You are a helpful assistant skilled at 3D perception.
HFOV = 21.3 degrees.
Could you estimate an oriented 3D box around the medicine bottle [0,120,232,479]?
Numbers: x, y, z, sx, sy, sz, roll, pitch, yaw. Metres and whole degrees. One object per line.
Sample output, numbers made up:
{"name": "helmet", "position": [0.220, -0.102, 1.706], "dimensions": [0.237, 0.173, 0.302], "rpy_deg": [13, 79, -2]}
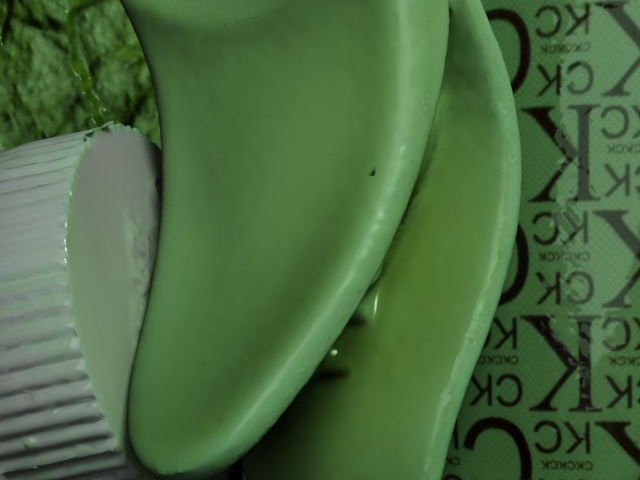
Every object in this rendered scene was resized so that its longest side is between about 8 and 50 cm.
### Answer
{"name": "medicine bottle", "position": [-0.197, 0.062, 0.758], "dimensions": [0.291, 0.178, 0.178], "rpy_deg": [-12, 77, 18]}

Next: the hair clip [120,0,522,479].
{"name": "hair clip", "position": [-0.005, -0.010, 0.668], "dimensions": [0.172, 0.113, 0.282], "rpy_deg": [-11, 70, 46]}

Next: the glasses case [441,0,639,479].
{"name": "glasses case", "position": [0.093, -0.056, 0.712], "dimensions": [0.137, 0.085, 0.354], "rpy_deg": [4, 86, 31]}

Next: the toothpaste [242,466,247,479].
{"name": "toothpaste", "position": [0.000, 0.000, 0.767], "dimensions": [0.058, 0.056, 0.314], "rpy_deg": [6, 78, -16]}
